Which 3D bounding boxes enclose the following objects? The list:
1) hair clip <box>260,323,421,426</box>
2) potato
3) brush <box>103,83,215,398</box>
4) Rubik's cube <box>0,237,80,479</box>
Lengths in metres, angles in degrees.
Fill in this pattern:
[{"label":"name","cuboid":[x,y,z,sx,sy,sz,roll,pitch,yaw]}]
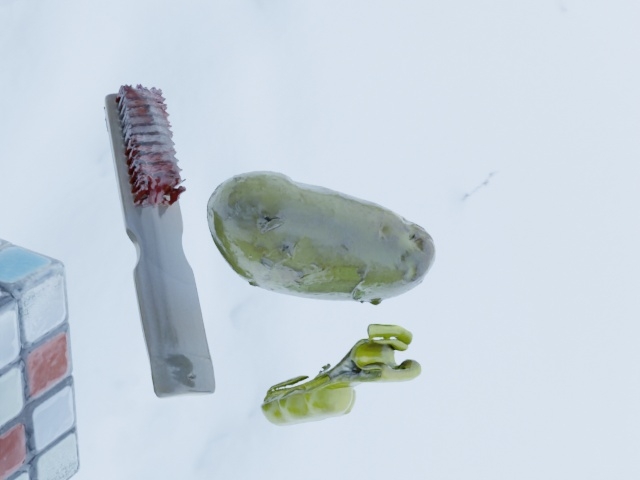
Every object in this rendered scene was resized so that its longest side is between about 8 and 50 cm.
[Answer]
[{"label":"hair clip","cuboid":[0.012,0.120,0.678,0.072,0.173,0.046,7,60,-39]},{"label":"potato","cuboid":[0.000,0.000,0.658,0.188,0.105,0.085,11,51,-11]},{"label":"brush","cuboid":[-0.148,-0.012,0.771,0.060,0.050,0.321,2,61,-35]},{"label":"Rubik's cube","cuboid":[-0.399,0.138,0.741,0.253,0.259,0.256,-36,139,-53]}]
